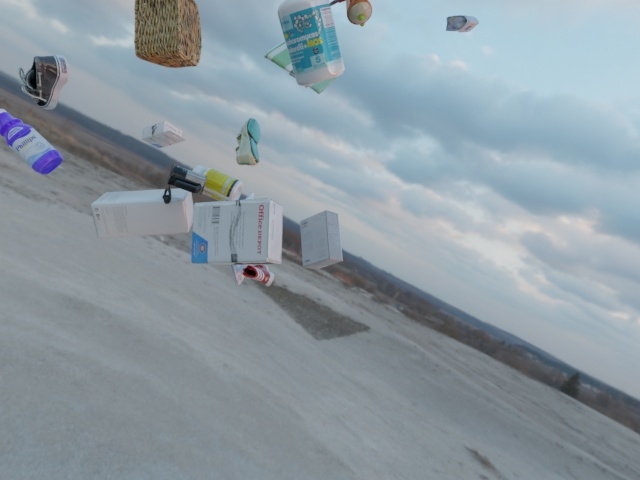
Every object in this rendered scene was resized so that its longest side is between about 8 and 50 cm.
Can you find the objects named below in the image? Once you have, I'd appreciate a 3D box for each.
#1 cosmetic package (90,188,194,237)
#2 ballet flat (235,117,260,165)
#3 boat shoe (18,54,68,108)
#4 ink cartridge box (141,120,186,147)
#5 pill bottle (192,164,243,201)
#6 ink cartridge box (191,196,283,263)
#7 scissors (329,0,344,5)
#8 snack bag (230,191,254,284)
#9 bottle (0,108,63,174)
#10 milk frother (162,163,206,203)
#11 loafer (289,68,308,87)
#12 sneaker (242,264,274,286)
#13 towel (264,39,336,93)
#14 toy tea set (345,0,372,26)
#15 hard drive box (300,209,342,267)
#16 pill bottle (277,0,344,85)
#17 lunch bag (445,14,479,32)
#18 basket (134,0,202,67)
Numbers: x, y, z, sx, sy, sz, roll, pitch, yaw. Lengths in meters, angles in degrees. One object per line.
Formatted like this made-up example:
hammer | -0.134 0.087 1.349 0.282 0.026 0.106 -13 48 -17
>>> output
cosmetic package | -0.737 -0.122 1.785 0.365 0.155 0.197 -2 22 -5
ballet flat | -0.258 -0.341 1.460 0.086 0.086 0.248 27 35 -29
boat shoe | -0.911 -0.510 1.367 0.105 0.113 0.306 -14 7 -43
ink cartridge box | -0.714 -0.488 1.933 0.181 0.062 0.104 -7 -16 26
pill bottle | -0.454 -0.242 1.831 0.208 0.119 0.119 24 0 1
ink cartridge box | -0.299 -0.025 1.528 0.307 0.223 0.129 -2 -9 18
scissors | 0.078 -1.101 1.925 0.297 0.109 0.021 -9 -28 24
snack bag | -0.361 -0.013 2.030 0.037 0.342 0.323 6 -52 17
bottle | -1.164 -0.393 1.659 0.283 0.118 0.092 46 -13 -5
milk frother | -0.540 -0.206 1.666 0.134 0.143 0.129 18 42 -24
loafer | -0.096 -0.716 1.872 0.125 0.039 0.045 56 9 24
sneaker | -0.301 0.135 1.928 0.128 0.087 0.221 30 -9 -29
towel | -0.091 -0.859 2.075 0.324 0.248 0.038 35 -44 -2
toy tea set | 0.096 -0.896 1.469 0.336 0.124 0.200 12 -36 -35
hard drive box | 0.000 0.000 1.961 0.089 0.232 0.181 13 -24 -43
pill bottle | -0.031 -0.581 1.173 0.146 0.146 0.264 26 -42 59
lunch bag | 0.468 -0.715 1.389 0.071 0.053 0.083 -21 28 -37
basket | -0.676 -0.936 1.886 0.223 0.299 0.213 -1 1 13
